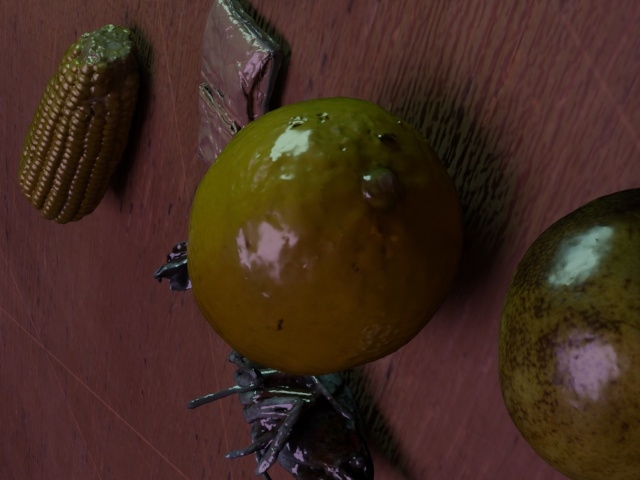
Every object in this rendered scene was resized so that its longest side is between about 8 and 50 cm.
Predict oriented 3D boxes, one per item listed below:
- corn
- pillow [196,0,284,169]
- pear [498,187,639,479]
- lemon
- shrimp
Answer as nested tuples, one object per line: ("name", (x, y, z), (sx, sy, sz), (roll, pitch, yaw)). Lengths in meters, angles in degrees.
("corn", (-0.315, -0.140, 1.546), (0.130, 0.130, 0.347), (60, 144, 20))
("pillow", (-0.095, -0.144, 1.271), (0.126, 0.043, 0.233), (55, 149, 35))
("pear", (0.204, 0.069, 0.751), (0.197, 0.197, 0.197), (34, 133, 46))
("lemon", (0.002, -0.002, 0.999), (0.263, 0.236, 0.236), (-4, 102, 49))
("shrimp", (-0.057, 0.151, 1.268), (0.221, 0.166, 0.411), (58, -171, -57))
